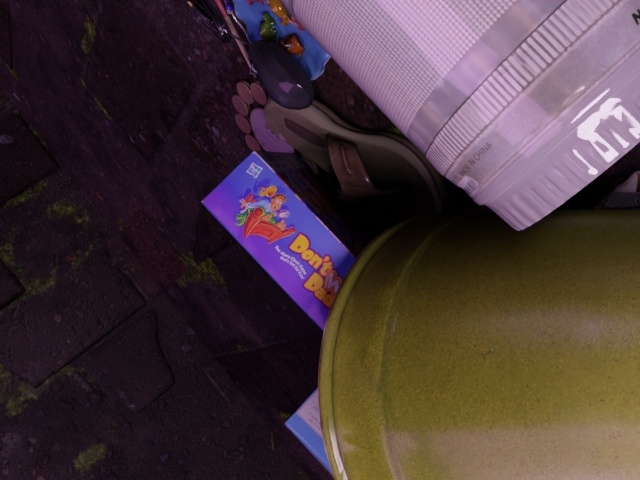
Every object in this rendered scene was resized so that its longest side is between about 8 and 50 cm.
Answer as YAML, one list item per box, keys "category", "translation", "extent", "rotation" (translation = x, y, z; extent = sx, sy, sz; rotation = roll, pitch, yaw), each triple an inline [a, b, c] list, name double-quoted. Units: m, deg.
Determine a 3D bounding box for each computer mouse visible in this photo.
- category: "computer mouse"
  translation: [-0.101, -0.244, 0.904]
  extent: [0.242, 0.041, 0.071]
  rotation: [41, 163, 22]

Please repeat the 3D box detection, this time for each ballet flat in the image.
- category: "ballet flat"
  translation: [0.291, -0.043, 0.613]
  extent: [0.114, 0.041, 0.041]
  rotation: [3, 127, 57]

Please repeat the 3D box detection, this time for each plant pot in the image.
- category: "plant pot"
  translation: [0.248, 0.124, 0.587]
  extent: [0.353, 0.366, 0.366]
  rotation: [-15, 112, 52]

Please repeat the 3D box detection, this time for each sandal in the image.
- category: "sandal"
  translation: [0.032, -0.091, 0.900]
  extent: [0.303, 0.086, 0.120]
  rotation: [30, 149, 28]

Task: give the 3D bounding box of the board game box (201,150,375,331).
- category: "board game box"
  translation: [0.000, 0.000, 0.875]
  extent: [0.233, 0.078, 0.347]
  rotation: [47, -172, -2]

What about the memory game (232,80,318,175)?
- category: "memory game"
  translation: [-0.070, -0.160, 1.070]
  extent: [0.186, 0.012, 0.186]
  rotation: [38, 152, 24]

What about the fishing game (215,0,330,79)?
- category: "fishing game"
  translation: [-0.060, -0.275, 0.867]
  extent: [0.264, 0.041, 0.189]
  rotation: [5, 127, 58]

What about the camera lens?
- category: "camera lens"
  translation: [0.119, -0.172, 0.496]
  extent: [0.274, 0.219, 0.219]
  rotation: [48, 155, 6]

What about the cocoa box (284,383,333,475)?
- category: "cocoa box"
  translation: [0.136, 0.276, 0.976]
  extent: [0.231, 0.228, 0.347]
  rotation: [39, 168, 25]
